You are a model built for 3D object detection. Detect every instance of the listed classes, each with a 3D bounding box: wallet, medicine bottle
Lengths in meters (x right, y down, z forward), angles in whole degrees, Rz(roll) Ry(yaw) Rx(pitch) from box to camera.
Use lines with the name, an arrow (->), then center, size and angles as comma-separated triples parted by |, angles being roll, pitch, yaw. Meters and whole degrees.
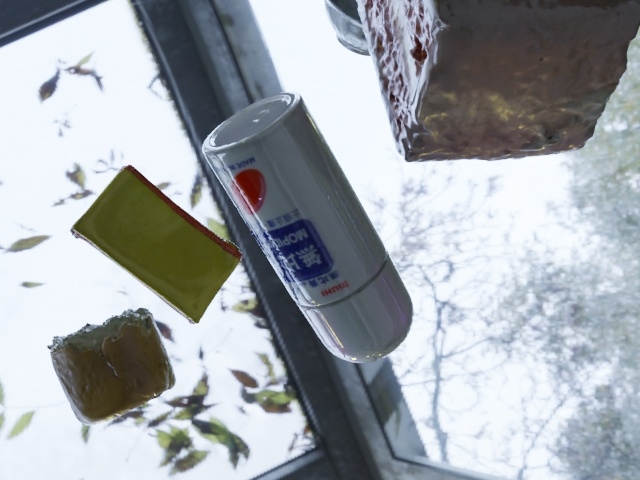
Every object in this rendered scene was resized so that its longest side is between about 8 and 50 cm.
wallet -> -0.246, 0.005, 1.381 | 0.241, 0.067, 0.141 | 41, -110, -18
medicine bottle -> 0.000, 0.000, 1.075 | 0.130, 0.130, 0.340 | -45, -61, -30

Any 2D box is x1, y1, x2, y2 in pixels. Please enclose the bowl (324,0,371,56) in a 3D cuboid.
bowl -> 0.078, -0.368, 1.533 | 0.189, 0.086, 0.189 | 14, -141, -12

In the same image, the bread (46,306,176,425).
bread -> -0.221, 0.132, 0.955 | 0.125, 0.082, 0.106 | -21, -94, 6

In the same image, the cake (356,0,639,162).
cake -> 0.180, -0.255, 0.992 | 0.230, 0.237, 0.308 | -7, -123, -9
